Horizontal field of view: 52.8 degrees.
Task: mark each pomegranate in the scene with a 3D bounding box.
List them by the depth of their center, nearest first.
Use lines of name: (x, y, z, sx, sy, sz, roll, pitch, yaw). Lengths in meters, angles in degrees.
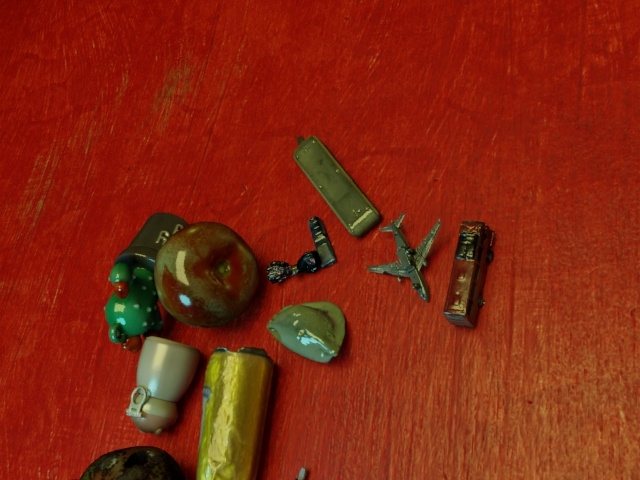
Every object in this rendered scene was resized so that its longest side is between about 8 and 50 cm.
pomegranate: (-0.461, 0.585, 1.430, 0.285, 0.341, 0.285, -16, 57, 27)

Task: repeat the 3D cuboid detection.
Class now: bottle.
bottle: (-0.404, 0.373, 1.635, 0.148, 0.147, 0.236, 5, 73, 32)

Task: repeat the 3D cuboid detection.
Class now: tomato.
tomato: (-0.299, 0.092, 1.646, 0.223, 0.270, 0.270, -19, 54, 49)

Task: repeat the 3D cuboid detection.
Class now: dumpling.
dumpling: (-0.021, 0.200, 1.522, 0.217, 0.105, 0.149, 24, 79, 37)

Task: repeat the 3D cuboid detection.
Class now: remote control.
remote control: (0.001, 0.001, 1.664, 0.044, 0.027, 0.152, -27, 57, 10)

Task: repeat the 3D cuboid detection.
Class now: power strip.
power strip: (0.031, -0.159, 1.710, 0.092, 0.066, 0.387, -41, 55, 8)

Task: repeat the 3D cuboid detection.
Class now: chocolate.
chocolate: (-0.205, 0.469, 1.456, 0.162, 0.162, 0.445, -7, 64, 27)
chocolate: (-0.064, 0.070, 1.641, 0.147, 0.072, 0.070, -12, 63, 31)

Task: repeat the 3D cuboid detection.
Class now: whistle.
whistle: (-0.048, 0.539, 1.412, 0.033, 0.029, 0.083, 6, 75, 49)

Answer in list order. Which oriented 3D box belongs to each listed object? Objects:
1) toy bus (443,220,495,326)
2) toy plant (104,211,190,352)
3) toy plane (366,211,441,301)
toy bus: (0.322, 0.068, 1.399, 0.074, 0.096, 0.234, 4, 69, 29)
toy plant: (-0.475, 0.106, 1.731, 0.185, 0.279, 0.400, 18, 52, -1)
toy plane: (0.204, 0.041, 1.505, 0.226, 0.058, 0.226, -36, 51, 29)
